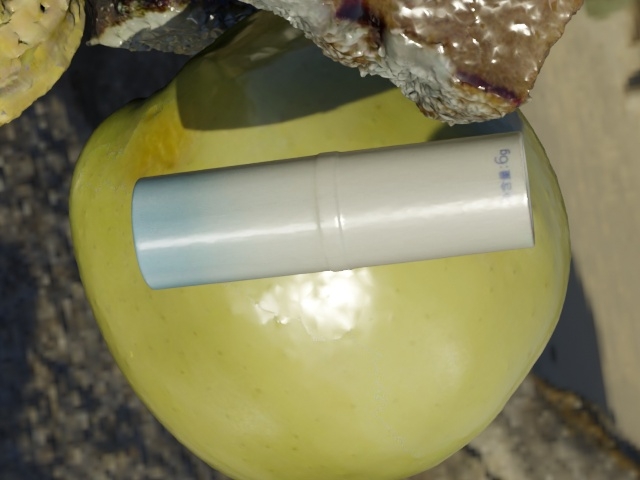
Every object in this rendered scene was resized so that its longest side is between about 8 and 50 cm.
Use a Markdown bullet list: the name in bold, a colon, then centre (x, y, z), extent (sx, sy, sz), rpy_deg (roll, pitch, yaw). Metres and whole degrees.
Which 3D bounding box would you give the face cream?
- **face cream**: centre (0.009, -0.018, 1.123), extent (0.077, 0.250, 0.077), rpy_deg (-6, 90, -82)

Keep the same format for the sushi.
- **sushi**: centre (-0.093, -0.291, 1.931), extent (0.343, 0.196, 0.182), rpy_deg (-2, 94, -35)

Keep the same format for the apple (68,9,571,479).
- **apple**: centre (0.000, 0.000, 1.647), extent (0.473, 0.473, 0.474), rpy_deg (-10, 90, -70)

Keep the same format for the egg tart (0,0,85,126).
- **egg tart**: centre (-0.370, -0.221, 1.469), extent (0.150, 0.351, 0.352), rpy_deg (94, 2, -52)

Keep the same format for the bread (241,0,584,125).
- **bread**: centre (-0.053, -0.206, 1.033), extent (0.113, 0.416, 0.165), rpy_deg (-60, -178, 0)
